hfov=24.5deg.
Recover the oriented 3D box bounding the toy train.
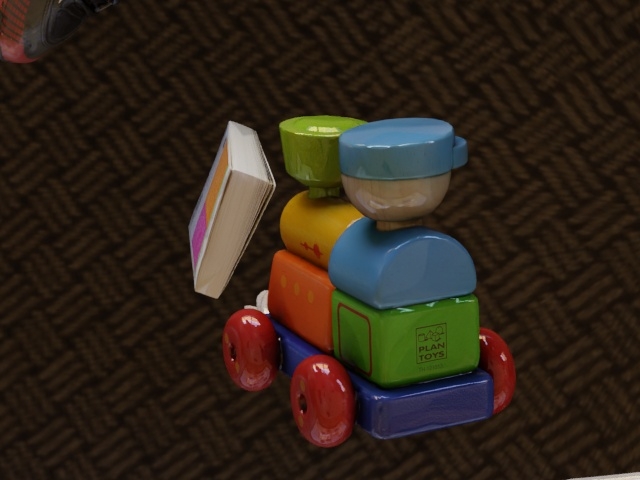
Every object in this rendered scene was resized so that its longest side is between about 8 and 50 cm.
[{"bbox_3d":[0.000,0.000,0.751,0.105,0.248,0.143,-8,105,-23],"label":"toy train"}]

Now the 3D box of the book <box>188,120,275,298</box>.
[{"bbox_3d":[-0.073,-0.026,1.106,0.035,0.144,0.096,20,106,-13],"label":"book"}]

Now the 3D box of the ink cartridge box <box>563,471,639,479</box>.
[{"bbox_3d":[0.192,0.196,0.832,0.176,0.128,0.127,-1,74,-22],"label":"ink cartridge box"}]

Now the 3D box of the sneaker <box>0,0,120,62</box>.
[{"bbox_3d":[-0.162,-0.240,1.193,0.135,0.097,0.276,41,93,15],"label":"sneaker"}]
